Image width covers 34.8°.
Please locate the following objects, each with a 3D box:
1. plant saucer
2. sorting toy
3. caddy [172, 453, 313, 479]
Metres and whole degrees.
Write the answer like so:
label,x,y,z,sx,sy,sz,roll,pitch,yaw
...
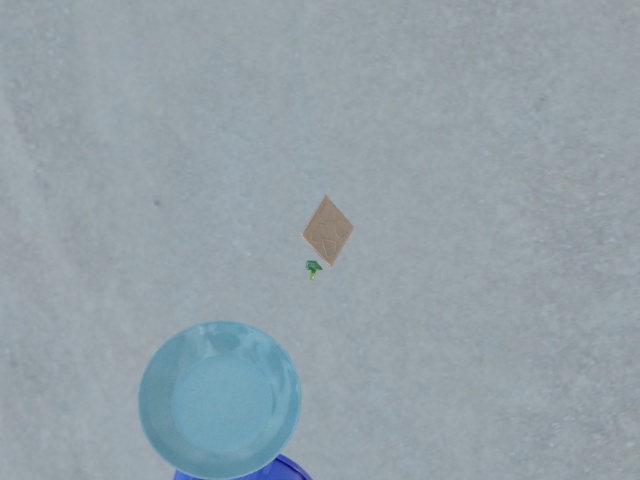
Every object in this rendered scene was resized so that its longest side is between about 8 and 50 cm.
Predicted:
label,x,y,z,sx,sy,sz,roll,pitch,yaw
plant saucer,-0.120,0.193,1.227,0.195,0.195,0.037,61,166,20
sorting toy,0.000,0.000,1.092,0.012,0.062,0.083,2,52,45
caddy,-0.110,0.450,1.708,0.241,0.341,0.179,-8,46,28
